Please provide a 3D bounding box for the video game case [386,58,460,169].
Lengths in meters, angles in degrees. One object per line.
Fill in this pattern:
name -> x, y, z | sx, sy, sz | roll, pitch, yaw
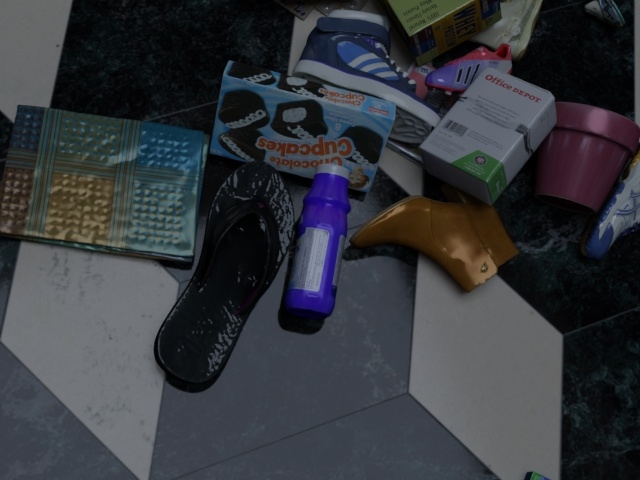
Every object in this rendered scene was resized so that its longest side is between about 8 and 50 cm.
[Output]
video game case -> 0.268, -0.224, 1.869 | 0.285, 0.025, 0.204 | 31, 71, 1

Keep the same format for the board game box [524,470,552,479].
board game box -> 0.403, 0.537, 1.646 | 0.136, 0.035, 0.201 | 25, 71, 0

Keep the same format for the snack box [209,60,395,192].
snack box -> -0.037, -0.211, 1.732 | 0.322, 0.187, 0.060 | 13, 43, -4

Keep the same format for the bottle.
bottle -> 0.000, 0.000, 1.697 | 0.092, 0.118, 0.282 | 11, 78, -4

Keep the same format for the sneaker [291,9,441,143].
sneaker -> 0.126, -0.351, 1.816 | 0.323, 0.130, 0.236 | 24, 65, 10

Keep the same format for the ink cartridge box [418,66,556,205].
ink cartridge box -> 0.318, -0.199, 1.723 | 0.160, 0.092, 0.219 | 33, 75, 31

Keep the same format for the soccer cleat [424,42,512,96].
soccer cleat -> 0.296, -0.343, 1.828 | 0.248, 0.083, 0.095 | -12, 116, -41

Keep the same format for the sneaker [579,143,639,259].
sneaker -> 0.633, -0.065, 1.830 | 0.131, 0.112, 0.296 | 37, 72, 3

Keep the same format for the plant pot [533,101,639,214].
plant pot -> 0.508, -0.155, 1.807 | 0.201, 0.201, 0.180 | 18, 87, -3

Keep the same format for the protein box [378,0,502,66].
protein box -> 0.229, -0.503, 1.848 | 0.200, 0.136, 0.201 | -29, 70, 5

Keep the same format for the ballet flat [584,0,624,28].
ballet flat -> 0.595, -0.534, 2.003 | 0.070, 0.070, 0.188 | -19, 75, -14

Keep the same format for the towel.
towel -> -0.406, -0.108, 1.725 | 0.371, 0.040, 0.271 | 8, 72, -5

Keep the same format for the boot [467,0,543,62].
boot -> 0.378, -0.495, 1.945 | 0.165, 0.077, 0.213 | 20, 71, 0

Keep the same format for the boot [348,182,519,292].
boot -> 0.224, 0.012, 1.748 | 0.295, 0.104, 0.211 | -26, 80, -17

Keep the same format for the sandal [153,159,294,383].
sandal -> -0.151, 0.050, 1.660 | 0.168, 0.107, 0.445 | 27, 67, -16

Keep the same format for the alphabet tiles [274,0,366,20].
alphabet tiles -> -0.013, -0.555, 1.937 | 0.237, 0.009, 0.198 | 35, 71, 4
